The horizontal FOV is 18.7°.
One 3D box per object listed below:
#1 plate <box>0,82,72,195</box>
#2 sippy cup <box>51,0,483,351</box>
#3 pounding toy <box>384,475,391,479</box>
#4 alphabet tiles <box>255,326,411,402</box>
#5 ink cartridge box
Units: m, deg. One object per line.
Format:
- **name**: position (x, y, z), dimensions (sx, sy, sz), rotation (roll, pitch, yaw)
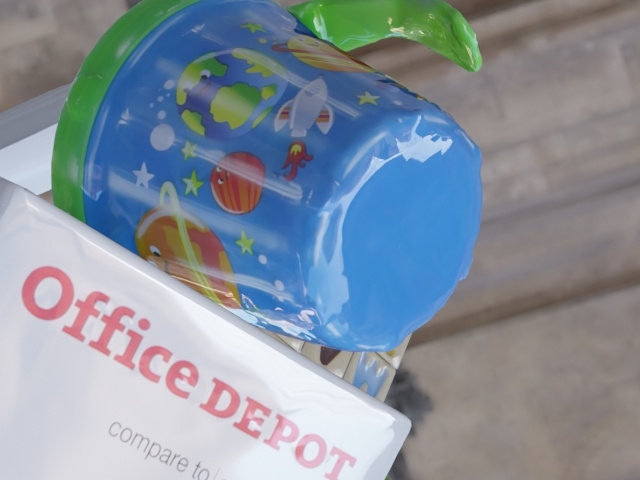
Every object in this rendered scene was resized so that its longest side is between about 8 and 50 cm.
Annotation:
- **plate**: position (-0.306, -0.086, 1.948), dimensions (0.278, 0.045, 0.277), rotation (-25, 174, -6)
- **sippy cup**: position (-0.021, -0.037, 1.293), dimensions (0.224, 0.305, 0.240), rotation (23, -174, 40)
- **pounding toy**: position (0.029, 0.278, 1.427), dimensions (0.110, 0.237, 0.183), rotation (17, 159, -40)
- **alphabet tiles**: position (0.000, 0.000, 1.873), dimensions (0.011, 0.285, 0.343), rotation (-15, -138, 47)
- **ink cartridge box**: position (-0.175, 0.185, 0.947), dimensions (0.285, 0.395, 0.166), rotation (33, 171, -38)
